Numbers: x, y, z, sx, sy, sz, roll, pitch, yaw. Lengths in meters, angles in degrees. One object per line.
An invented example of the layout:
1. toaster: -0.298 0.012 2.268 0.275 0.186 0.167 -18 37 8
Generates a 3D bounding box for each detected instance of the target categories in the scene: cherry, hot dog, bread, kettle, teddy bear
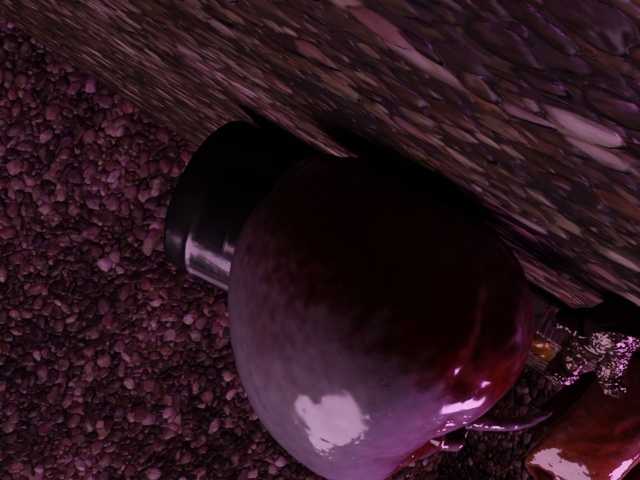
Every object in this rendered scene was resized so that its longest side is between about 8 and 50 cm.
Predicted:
1. cherry: 0.050 0.087 1.120 0.291 0.326 0.335 -25 -134 -39
2. hot dog: 0.290 0.115 1.498 0.144 0.075 0.268 29 180 21
3. bread: 0.382 0.256 1.450 0.123 0.244 0.190 43 174 12
4. kettle: 0.000 -0.005 1.502 0.324 0.228 0.321 27 -157 17
5. teddy bear: 0.291 0.098 1.105 0.119 0.078 0.160 15 154 7

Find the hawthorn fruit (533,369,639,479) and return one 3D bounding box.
1. hawthorn fruit: 0.462 0.328 1.678 0.267 0.268 0.301 32 176 16
